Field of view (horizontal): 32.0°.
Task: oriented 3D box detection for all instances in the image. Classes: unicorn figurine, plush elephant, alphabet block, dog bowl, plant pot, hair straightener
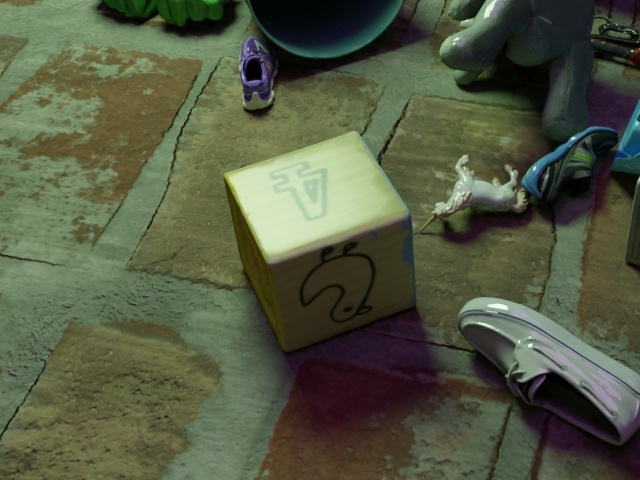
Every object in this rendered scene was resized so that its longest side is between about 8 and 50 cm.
[{"bbox_3d":[0.226,-0.070,1.626,0.162,0.060,0.111,1,46,9],"label":"unicorn figurine"},{"bbox_3d":[0.294,-0.344,1.771,0.272,0.255,0.329,23,82,-23],"label":"plush elephant"},{"bbox_3d":[0.000,0.000,1.501,0.197,0.192,0.193,-20,46,-10],"label":"alphabet block"},{"bbox_3d":[0.489,-0.192,1.565,0.074,0.297,0.165,24,68,9],"label":"dog bowl"},{"bbox_3d":[-0.019,-0.491,1.914,0.293,0.293,0.235,-18,34,-10],"label":"plant pot"},{"bbox_3d":[0.518,-0.325,1.851,0.231,0.047,0.089,17,51,27],"label":"hair straightener"}]

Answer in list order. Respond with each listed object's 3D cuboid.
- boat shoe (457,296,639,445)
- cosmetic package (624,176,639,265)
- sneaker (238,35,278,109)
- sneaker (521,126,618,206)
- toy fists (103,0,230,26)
[{"bbox_3d":[0.275,0.164,1.382,0.268,0.096,0.088,32,53,21],"label":"boat shoe"},{"bbox_3d":[0.571,-0.009,1.460,0.310,0.160,0.113,21,52,23],"label":"cosmetic package"},{"bbox_3d":[-0.105,-0.294,1.873,0.068,0.071,0.169,-8,46,0],"label":"sneaker"},{"bbox_3d":[0.376,-0.107,1.651,0.188,0.067,0.078,-34,78,-30],"label":"sneaker"},{"bbox_3d":[-0.286,-0.460,2.039,0.279,0.096,0.142,15,40,22],"label":"toy fists"}]
